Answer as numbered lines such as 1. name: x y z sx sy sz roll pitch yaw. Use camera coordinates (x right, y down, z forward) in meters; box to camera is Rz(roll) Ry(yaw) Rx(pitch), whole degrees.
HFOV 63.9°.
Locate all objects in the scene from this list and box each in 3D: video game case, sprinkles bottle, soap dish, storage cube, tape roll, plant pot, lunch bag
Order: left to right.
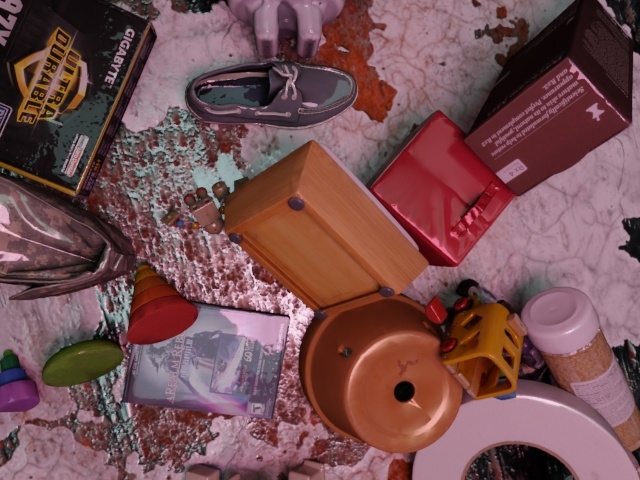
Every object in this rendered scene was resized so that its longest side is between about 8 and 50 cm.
1. lunch bag: -0.440 0.003 0.792 0.287 0.235 0.169 20 82 -9
2. video game case: -0.206 0.216 0.945 0.274 0.026 0.196 10 89 -11
3. soap dish: 0.000 0.000 0.848 0.291 0.229 0.118 44 46 -23
4. plant pot: 0.116 0.240 0.911 0.290 0.203 0.291 0 92 -9
5. storage cube: 0.197 -0.084 0.916 0.193 0.215 0.184 41 85 -2
6. tape roll: 0.366 0.445 0.942 0.392 0.072 0.392 3 101 15
7. sprinkles bottle: 0.496 0.249 0.956 0.121 0.121 0.355 -39 114 -7

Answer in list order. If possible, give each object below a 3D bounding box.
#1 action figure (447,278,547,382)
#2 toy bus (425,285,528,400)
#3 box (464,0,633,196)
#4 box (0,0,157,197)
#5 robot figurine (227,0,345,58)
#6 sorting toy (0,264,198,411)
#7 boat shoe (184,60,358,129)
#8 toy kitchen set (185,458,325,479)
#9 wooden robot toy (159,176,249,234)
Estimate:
1. action figure: 0.386 0.191 1.012 0.285 0.099 0.185 30 77 -13
2. toy bus: 0.275 0.152 0.826 0.191 0.104 0.202 8 62 -42
3. box: 0.393 -0.257 0.860 0.143 0.191 0.381 42 45 -8
4. box: -0.462 -0.268 0.863 0.257 0.079 0.322 23 87 -8
5. robot figurine: -0.059 -0.497 0.864 0.299 0.200 0.354 -3 92 -8
6. sorting toy: -0.394 0.154 0.874 0.365 0.127 0.126 -29 65 0
7. boat shoe: -0.080 -0.263 0.917 0.319 0.099 0.116 -6 92 -10
8. toy kitchen set: -0.117 0.478 0.949 0.207 0.166 0.122 2 91 27
9. wooden robot toy: -0.197 -0.050 0.932 0.173 0.076 0.079 -30 131 -8
